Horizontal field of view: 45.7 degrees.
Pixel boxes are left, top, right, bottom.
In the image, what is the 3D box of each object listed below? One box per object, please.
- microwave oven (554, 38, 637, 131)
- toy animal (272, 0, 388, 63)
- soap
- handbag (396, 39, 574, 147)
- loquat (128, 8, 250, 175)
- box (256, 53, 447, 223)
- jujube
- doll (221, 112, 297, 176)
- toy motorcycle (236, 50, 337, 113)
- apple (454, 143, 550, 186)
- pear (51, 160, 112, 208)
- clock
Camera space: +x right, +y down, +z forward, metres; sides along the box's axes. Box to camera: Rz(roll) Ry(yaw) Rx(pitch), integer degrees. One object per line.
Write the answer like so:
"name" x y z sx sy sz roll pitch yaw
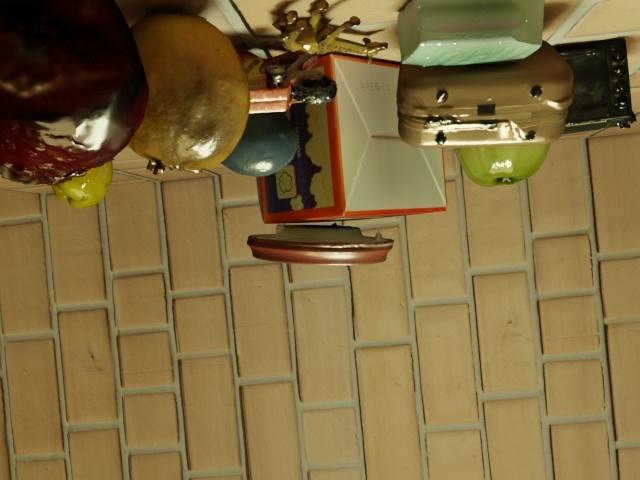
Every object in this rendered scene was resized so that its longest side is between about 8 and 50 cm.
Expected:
"microwave oven" 0.534 -0.317 1.630 0.247 0.178 0.188 -6 -178 15
"toy animal" 0.014 -0.329 1.230 0.149 0.054 0.275 -9 176 18
"soap" 0.244 -0.332 1.196 0.230 0.091 0.145 -4 -179 -10
"handbag" 0.286 -0.286 1.385 0.301 0.149 0.283 -3 -142 5
"loquat" -0.204 -0.216 1.106 0.238 0.238 0.193 -5 -176 41
"box" 0.063 -0.201 1.627 0.257 0.319 0.348 -6 180 45
"jujube" -0.356 -0.195 0.938 0.258 0.258 0.376 -5 178 -37
"doll" -0.160 -0.222 1.457 0.228 0.258 0.154 -31 160 -47
"toy motorcycle" -0.121 -0.278 1.310 0.298 0.089 0.171 -8 -144 -20
"apple" 0.489 -0.284 2.051 0.279 0.279 0.279 -5 180 0
"pear" -0.711 -0.199 2.259 0.200 0.200 0.200 -5 180 0
"clock" 0.000 0.000 1.644 0.318 0.080 0.318 2 -175 0
